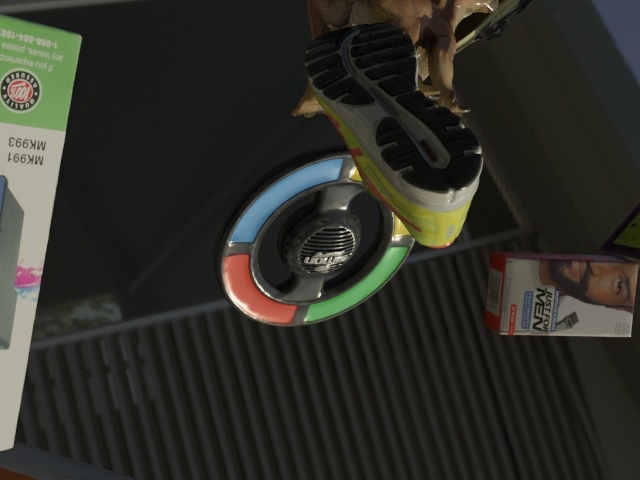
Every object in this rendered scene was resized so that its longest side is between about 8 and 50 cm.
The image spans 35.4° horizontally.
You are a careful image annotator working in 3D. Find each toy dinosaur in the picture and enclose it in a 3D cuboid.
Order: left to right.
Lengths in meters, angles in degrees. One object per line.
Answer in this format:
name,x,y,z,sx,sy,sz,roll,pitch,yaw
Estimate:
toy dinosaur,0.050,-0.200,0.862,0.127,0.295,0.201,-9,-99,29

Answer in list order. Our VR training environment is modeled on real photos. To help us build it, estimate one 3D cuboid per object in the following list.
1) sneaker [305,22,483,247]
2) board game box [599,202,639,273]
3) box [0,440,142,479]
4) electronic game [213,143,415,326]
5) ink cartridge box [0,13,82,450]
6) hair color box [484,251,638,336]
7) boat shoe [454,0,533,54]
sneaker,0.046,-0.075,0.717,0.094,0.081,0.209,80,-11,-49
board game box,0.496,-0.031,1.192,0.056,0.208,0.347,39,-3,-15
box,-0.362,0.430,1.400,0.168,0.345,0.215,22,80,-71
electronic game,0.000,0.000,1.033,0.048,0.229,0.229,-123,-149,-43
ink cartridge box,-0.207,-0.007,0.450,0.093,0.154,0.213,17,-83,33
hair color box,0.284,0.064,1.188,0.053,0.167,0.093,-146,-122,-75
boat shoe,0.180,-0.240,1.092,0.152,0.049,0.056,-37,-136,17
